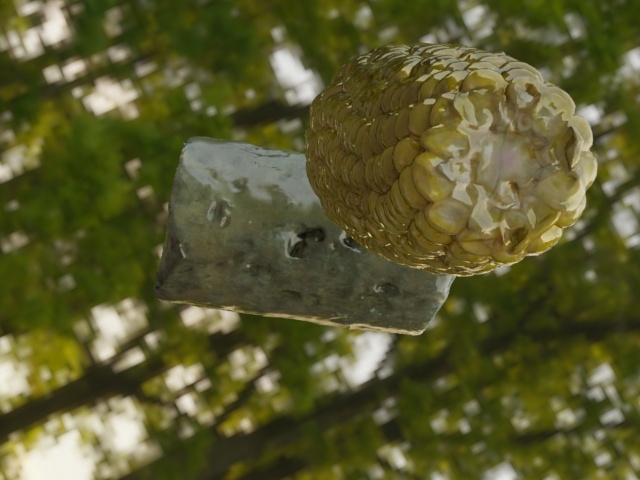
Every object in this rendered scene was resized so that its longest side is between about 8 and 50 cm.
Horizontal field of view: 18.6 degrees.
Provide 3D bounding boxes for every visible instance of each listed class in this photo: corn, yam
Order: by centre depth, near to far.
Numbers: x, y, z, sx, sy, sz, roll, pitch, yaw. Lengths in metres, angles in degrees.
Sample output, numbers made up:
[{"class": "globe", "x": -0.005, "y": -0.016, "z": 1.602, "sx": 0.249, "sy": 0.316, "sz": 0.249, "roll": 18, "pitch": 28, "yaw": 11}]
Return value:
[{"class": "corn", "x": 0.045, "y": -0.035, "z": 0.838, "sx": 0.310, "sy": 0.101, "sz": 0.101, "roll": -114, "pitch": -179, "yaw": -82}, {"class": "yam", "x": 0.000, "y": 0.000, "z": 1.217, "sx": 0.107, "sy": 0.194, "sz": 0.107, "roll": -171, "pitch": -90, "yaw": -90}]
